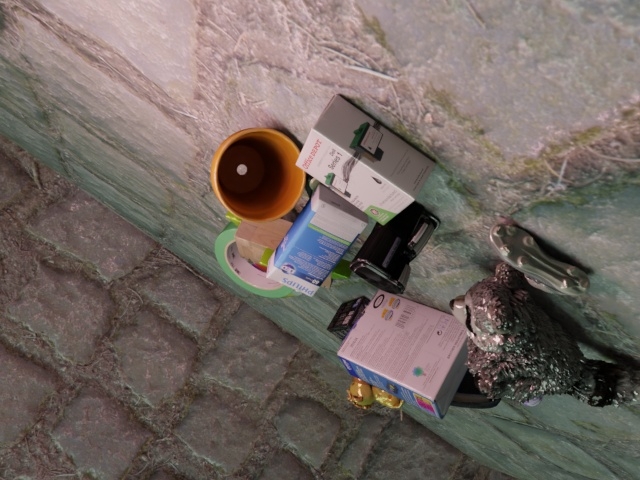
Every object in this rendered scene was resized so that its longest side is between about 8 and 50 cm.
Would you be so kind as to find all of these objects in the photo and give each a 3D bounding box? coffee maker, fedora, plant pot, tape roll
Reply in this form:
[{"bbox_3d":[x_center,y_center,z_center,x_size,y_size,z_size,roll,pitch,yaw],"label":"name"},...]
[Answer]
[{"bbox_3d":[0.136,0.001,1.001,0.171,0.178,0.120,26,158,18],"label":"coffee maker"},{"bbox_3d":[0.426,0.444,1.567,0.334,0.152,0.334,7,174,1],"label":"fedora"},{"bbox_3d":[-0.162,-0.159,1.094,0.205,0.205,0.188,44,174,-27],"label":"plant pot"},{"bbox_3d":[-0.211,0.063,1.648,0.321,0.077,0.321,15,134,16],"label":"tape roll"}]

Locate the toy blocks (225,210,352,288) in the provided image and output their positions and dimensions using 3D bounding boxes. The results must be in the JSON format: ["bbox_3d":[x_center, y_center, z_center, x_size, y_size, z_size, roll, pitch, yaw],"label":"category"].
[{"bbox_3d":[-0.088,0.050,1.398,0.381,0.191,0.261,19,155,8],"label":"toy blocks"}]

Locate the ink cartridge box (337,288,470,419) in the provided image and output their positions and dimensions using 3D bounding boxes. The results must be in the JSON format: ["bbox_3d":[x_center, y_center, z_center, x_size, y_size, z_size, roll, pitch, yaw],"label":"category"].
[{"bbox_3d":[0.242,0.323,1.451,0.395,0.270,0.151,18,148,35],"label":"ink cartridge box"}]

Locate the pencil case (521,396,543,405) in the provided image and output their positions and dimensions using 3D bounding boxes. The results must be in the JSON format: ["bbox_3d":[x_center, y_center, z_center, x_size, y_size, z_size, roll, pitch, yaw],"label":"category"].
[{"bbox_3d":[0.600,0.412,1.385,0.086,0.088,0.206,19,157,41],"label":"pencil case"}]

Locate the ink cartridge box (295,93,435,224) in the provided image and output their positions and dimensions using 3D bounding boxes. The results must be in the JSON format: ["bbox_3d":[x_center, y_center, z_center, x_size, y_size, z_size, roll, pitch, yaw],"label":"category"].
[{"bbox_3d":[0.075,-0.144,0.884,0.219,0.092,0.160,34,160,-3],"label":"ink cartridge box"}]

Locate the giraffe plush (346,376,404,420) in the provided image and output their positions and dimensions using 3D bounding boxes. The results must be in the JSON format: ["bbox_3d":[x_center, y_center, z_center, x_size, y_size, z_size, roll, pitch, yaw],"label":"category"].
[{"bbox_3d":[0.172,0.479,1.541,0.170,0.210,0.181,1,144,-4],"label":"giraffe plush"}]

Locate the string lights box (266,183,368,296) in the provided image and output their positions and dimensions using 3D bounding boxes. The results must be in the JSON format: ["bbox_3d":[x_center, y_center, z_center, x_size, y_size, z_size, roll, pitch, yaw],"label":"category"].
[{"bbox_3d":[-0.013,0.007,1.136,0.133,0.077,0.260,26,121,-18],"label":"string lights box"}]

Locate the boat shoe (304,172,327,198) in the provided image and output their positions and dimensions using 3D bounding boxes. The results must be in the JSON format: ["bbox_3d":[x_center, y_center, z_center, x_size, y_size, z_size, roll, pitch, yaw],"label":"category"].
[{"bbox_3d":[-0.014,-0.131,1.127,0.042,0.049,0.133,53,172,20],"label":"boat shoe"}]

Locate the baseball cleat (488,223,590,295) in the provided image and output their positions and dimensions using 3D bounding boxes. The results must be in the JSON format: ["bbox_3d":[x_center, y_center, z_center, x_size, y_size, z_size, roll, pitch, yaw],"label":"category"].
[{"bbox_3d":[0.390,0.046,0.883,0.206,0.072,0.109,36,167,4],"label":"baseball cleat"}]

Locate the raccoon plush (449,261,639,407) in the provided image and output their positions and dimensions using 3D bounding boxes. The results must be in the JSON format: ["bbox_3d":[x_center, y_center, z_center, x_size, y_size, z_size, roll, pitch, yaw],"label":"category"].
[{"bbox_3d":[0.502,0.191,1.006,0.446,0.216,0.299,0,138,5],"label":"raccoon plush"}]

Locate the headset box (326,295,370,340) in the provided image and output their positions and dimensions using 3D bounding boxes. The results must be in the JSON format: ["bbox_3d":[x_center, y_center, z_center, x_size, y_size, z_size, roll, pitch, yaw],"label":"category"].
[{"bbox_3d":[0.202,0.354,1.786,0.283,0.131,0.246,35,159,-5],"label":"headset box"}]

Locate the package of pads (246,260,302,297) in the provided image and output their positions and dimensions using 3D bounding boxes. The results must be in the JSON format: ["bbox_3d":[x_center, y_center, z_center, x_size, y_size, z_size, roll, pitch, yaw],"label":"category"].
[{"bbox_3d":[-0.175,0.131,1.885,0.229,0.101,0.296,38,160,-11],"label":"package of pads"}]
